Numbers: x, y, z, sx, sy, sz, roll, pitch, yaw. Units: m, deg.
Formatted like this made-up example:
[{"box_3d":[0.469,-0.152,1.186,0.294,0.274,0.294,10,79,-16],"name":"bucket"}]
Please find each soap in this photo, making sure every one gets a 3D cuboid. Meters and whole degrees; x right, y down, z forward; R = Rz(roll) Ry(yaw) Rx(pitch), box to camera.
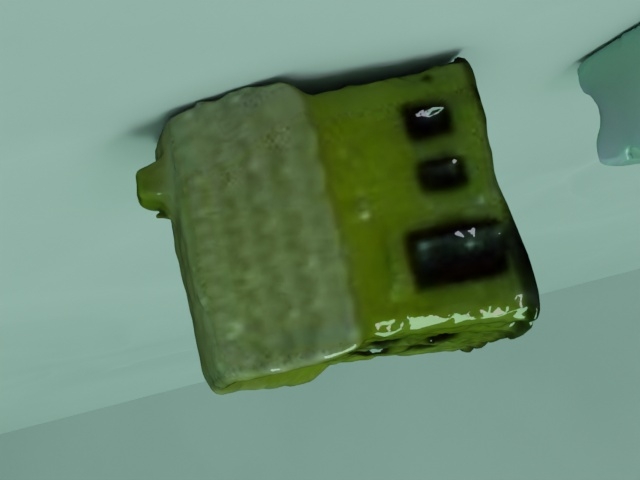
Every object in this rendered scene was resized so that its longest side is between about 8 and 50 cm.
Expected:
[{"box_3d":[0.325,-0.120,0.949,0.230,0.091,0.145,-7,170,-32],"name":"soap"}]

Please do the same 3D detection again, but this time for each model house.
[{"box_3d":[0.000,0.000,0.888,0.234,0.193,0.175,-11,171,-12],"name":"model house"}]
